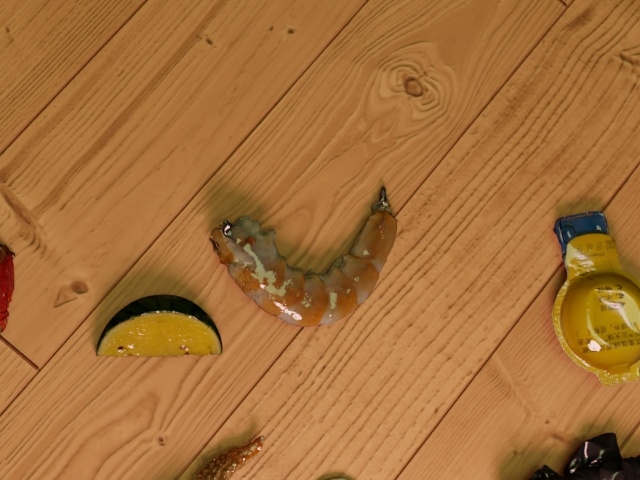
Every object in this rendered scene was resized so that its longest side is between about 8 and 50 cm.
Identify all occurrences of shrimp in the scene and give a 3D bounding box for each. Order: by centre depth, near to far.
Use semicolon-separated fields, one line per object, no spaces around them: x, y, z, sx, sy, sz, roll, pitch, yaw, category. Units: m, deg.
-0.006;0.033;1.708;0.287;0.068;0.185;-14;86;-14;shrimp

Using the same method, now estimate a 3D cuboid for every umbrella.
0.388;0.369;1.716;0.272;0.122;0.110;-15;128;-16;umbrella

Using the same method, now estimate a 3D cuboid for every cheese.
0.432;0.087;1.781;0.177;0.069;0.270;-10;81;-13;cheese

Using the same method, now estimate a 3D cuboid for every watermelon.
-0.226;0.122;1.649;0.181;0.075;0.092;3;85;-12;watermelon

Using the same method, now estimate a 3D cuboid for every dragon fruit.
-0.479;0.051;1.591;0.161;0.127;0.120;44;84;-1;dragon fruit

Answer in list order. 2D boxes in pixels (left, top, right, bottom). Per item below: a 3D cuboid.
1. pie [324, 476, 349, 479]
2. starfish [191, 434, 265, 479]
0.020;0.385;1.685;0.085;0.017;0.085;1;83;-10;pie
-0.178;0.435;1.561;0.301;0.084;0.293;-13;60;-14;starfish
